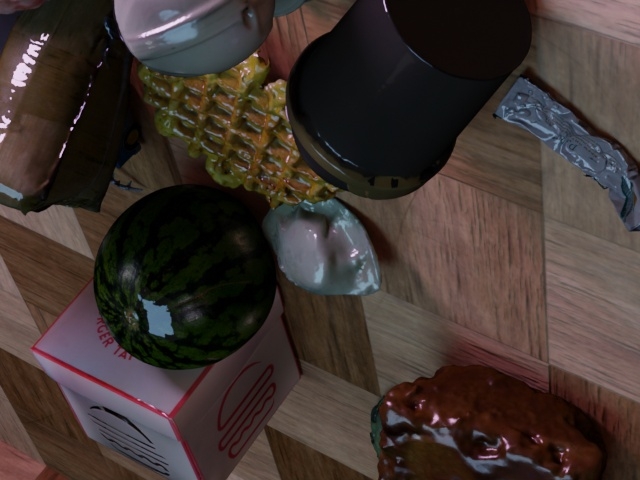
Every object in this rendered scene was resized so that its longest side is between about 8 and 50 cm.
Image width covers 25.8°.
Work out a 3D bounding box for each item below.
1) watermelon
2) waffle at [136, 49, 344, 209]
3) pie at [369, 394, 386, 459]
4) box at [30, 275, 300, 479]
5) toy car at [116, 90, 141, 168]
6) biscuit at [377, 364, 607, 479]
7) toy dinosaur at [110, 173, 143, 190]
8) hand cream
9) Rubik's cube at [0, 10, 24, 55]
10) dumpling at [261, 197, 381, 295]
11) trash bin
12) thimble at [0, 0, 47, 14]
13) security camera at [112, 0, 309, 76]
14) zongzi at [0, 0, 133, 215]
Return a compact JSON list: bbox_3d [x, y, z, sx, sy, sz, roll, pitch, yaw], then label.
[{"bbox_3d":[-0.209,0.060,2.170,0.285,0.285,0.285,29,150,18],"label":"watermelon"},{"bbox_3d":[-0.104,-0.156,1.944,0.325,0.068,0.302,7,145,44],"label":"waffle"},{"bbox_3d":[0.196,0.379,2.395,0.302,0.067,0.302,34,152,21],"label":"pie"},{"bbox_3d":[-0.255,0.214,2.434,0.314,0.312,0.300,22,148,27],"label":"box"},{"bbox_3d":[-0.353,-0.187,2.187,0.097,0.100,0.191,25,148,24],"label":"toy car"},{"bbox_3d":[0.258,0.378,2.144,0.343,0.166,0.395,19,136,16],"label":"biscuit"},{"bbox_3d":[-0.390,-0.136,2.370,0.209,0.039,0.082,33,150,9],"label":"toy dinosaur"},{"bbox_3d":[0.311,-0.088,1.605,0.257,0.050,0.084,44,150,4],"label":"hand cream"},{"bbox_3d":[-0.628,-0.338,2.026,0.351,0.352,0.347,9,139,47],"label":"Rubik's cube"},{"bbox_3d":[-0.007,0.013,2.064,0.219,0.108,0.152,20,147,28],"label":"dumpling"},{"bbox_3d":[0.081,-0.173,1.581,0.214,0.214,0.334,40,149,-2],"label":"trash bin"},{"bbox_3d":[-0.414,-0.416,1.785,0.239,0.239,0.162,31,150,15],"label":"thimble"},{"bbox_3d":[-0.106,-0.289,1.535,0.191,0.277,0.197,-4,130,38],"label":"security camera"},{"bbox_3d":[-0.334,-0.209,2.013,0.174,0.356,0.393,25,-177,14],"label":"zongzi"}]
